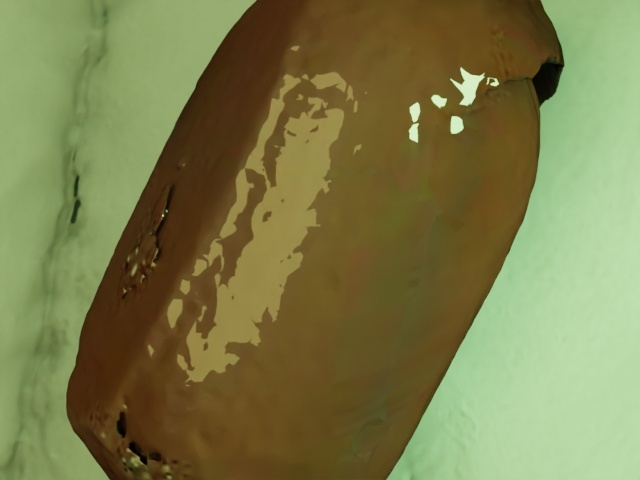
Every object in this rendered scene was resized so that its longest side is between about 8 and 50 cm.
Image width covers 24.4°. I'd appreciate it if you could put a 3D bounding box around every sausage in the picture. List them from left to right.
[{"bbox_3d":[0.000,0.000,0.625,0.152,0.152,0.280,29,92,27],"label":"sausage"}]
